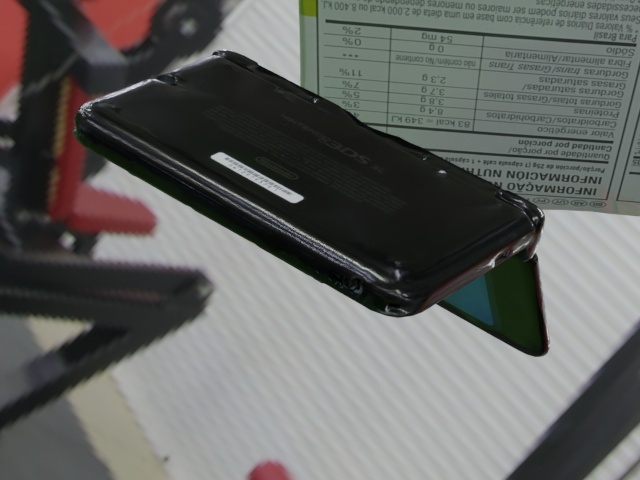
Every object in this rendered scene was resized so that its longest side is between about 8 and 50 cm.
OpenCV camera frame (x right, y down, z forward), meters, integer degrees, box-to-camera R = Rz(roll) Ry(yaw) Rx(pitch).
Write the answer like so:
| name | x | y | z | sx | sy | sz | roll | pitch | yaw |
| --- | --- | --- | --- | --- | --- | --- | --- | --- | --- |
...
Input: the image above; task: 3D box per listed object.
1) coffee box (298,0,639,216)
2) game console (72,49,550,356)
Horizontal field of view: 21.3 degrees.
| name | x | y | z | sx | sy | sz | roll | pitch | yaw |
| --- | --- | --- | --- | --- | --- | --- | --- | --- | --- |
| coffee box | 0.166 | -0.238 | 0.964 | 0.334 | 0.338 | 0.337 | 89 | 6 | -57 |
| game console | 0.000 | 0.000 | 0.505 | 0.122 | 0.071 | 0.107 | 29 | 34 | 27 |
